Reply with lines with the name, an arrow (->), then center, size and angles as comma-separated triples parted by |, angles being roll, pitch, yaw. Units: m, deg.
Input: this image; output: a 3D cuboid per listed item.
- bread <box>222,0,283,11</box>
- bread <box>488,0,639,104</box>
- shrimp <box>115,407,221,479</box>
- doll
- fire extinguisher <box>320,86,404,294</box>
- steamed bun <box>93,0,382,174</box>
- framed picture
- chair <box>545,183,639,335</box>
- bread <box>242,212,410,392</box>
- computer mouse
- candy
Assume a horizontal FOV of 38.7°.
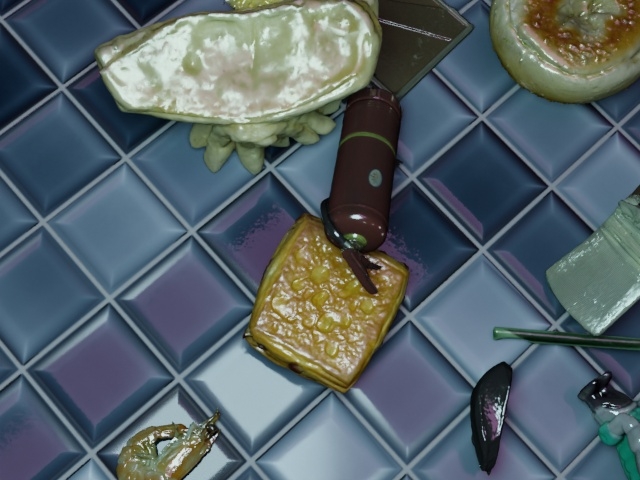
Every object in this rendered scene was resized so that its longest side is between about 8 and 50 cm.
bread -> -0.068, -0.358, 1.502 | 0.129, 0.134, 0.260 | -27, 119, 4
bread -> 0.427, -0.363, 1.530 | 0.305, 0.159, 0.305 | 0, 72, -1
shrimp -> -0.222, 0.308, 1.351 | 0.180, 0.041, 0.099 | -37, 65, -12
doll -> 0.495, 0.310, 1.333 | 0.258, 0.153, 0.195 | 33, 46, 1
fire extinguisher -> 0.071, -0.079, 1.401 | 0.141, 0.105, 0.341 | 35, 46, -28
steamed bun -> -0.104, -0.233, 1.413 | 0.428, 0.189, 0.247 | -14, 92, -1
framed picture -> 0.094, -0.397, 1.590 | 0.289, 0.016, 0.213 | 43, 75, 9
chair -> 0.532, 0.006, 1.419 | 0.319, 0.186, 0.160 | -53, 47, 24
bread -> 0.006, 0.098, 1.396 | 0.210, 0.099, 0.235 | 28, 70, 1
computer mouse -> 0.249, 0.261, 1.363 | 0.057, 0.099, 0.172 | 12, 70, 9
candy -> 0.491, 0.159, 1.417 | 0.440, 0.119, 0.119 | 6, 73, 5
